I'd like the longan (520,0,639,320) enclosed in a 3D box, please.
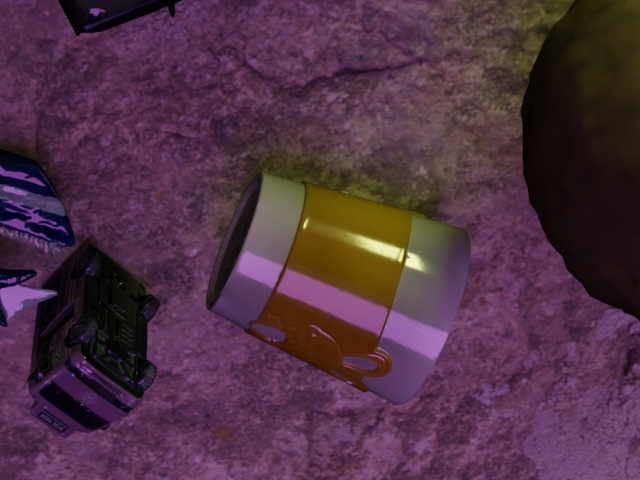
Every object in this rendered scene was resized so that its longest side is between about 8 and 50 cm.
[{"bbox_3d":[0.371,-0.081,1.631,0.391,0.391,0.391,-2,121,-4],"label":"longan"}]

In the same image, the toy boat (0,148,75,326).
[{"bbox_3d":[-0.332,0.036,1.761,0.210,0.070,0.291,-10,100,15],"label":"toy boat"}]

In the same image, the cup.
[{"bbox_3d":[0.007,0.051,1.772,0.226,0.185,0.241,22,148,-12],"label":"cup"}]

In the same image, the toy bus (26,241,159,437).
[{"bbox_3d":[-0.229,0.098,1.777,0.108,0.199,0.096,-39,118,20],"label":"toy bus"}]

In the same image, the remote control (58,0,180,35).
[{"bbox_3d":[-0.067,-0.302,1.631,0.399,0.062,0.144,-22,121,8],"label":"remote control"}]

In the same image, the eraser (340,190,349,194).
[{"bbox_3d":[0.000,0.000,1.840,0.105,0.026,0.065,-33,116,14],"label":"eraser"}]
